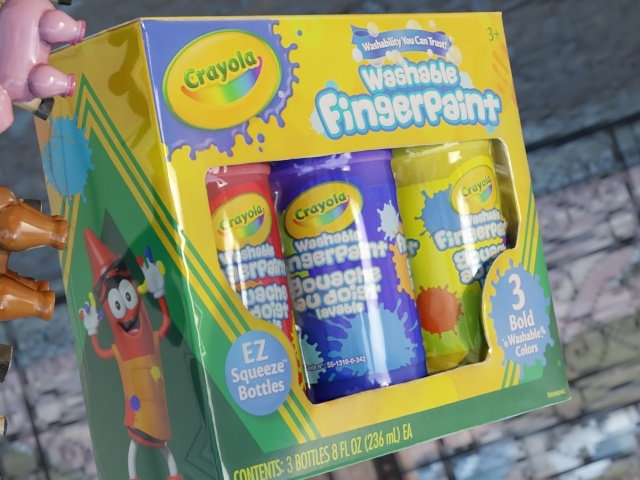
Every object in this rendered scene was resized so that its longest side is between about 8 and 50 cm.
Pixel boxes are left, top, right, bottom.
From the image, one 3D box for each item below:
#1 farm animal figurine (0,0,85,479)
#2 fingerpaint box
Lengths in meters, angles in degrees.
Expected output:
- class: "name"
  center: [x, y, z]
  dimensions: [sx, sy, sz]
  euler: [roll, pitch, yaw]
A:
- class: "farm animal figurine"
  center: [-0.281, -0.027, 1.152]
  dimensions: [0.172, 0.330, 0.327]
  euler: [10, 126, -16]
- class: "fingerpaint box"
  center: [0.000, 0.000, 1.414]
  dimensions: [0.163, 0.371, 0.445]
  euler: [-12, 177, 44]
